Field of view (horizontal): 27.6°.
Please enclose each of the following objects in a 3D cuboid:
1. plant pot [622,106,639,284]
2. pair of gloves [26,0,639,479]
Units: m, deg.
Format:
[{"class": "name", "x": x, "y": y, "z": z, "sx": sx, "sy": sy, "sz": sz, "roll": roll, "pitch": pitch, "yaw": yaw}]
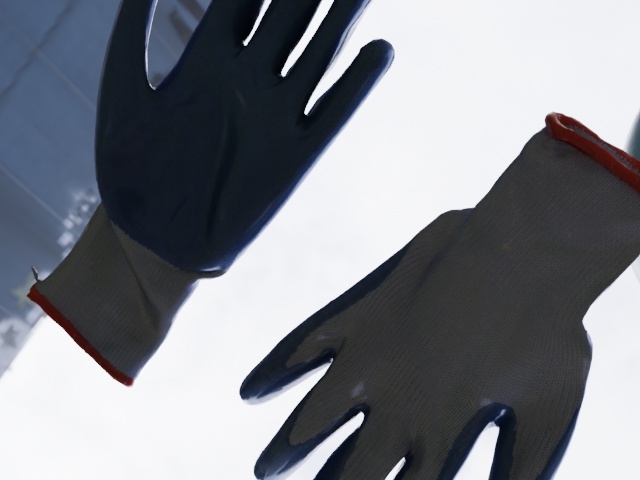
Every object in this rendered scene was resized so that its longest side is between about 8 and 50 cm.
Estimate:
[{"class": "plant pot", "x": 0.350, "y": -0.011, "z": 0.902, "sx": 0.290, "sy": 0.195, "sz": 0.290, "roll": 4, "pitch": -74, "yaw": 14}, {"class": "pair of gloves", "x": 0.000, "y": 0.000, "z": 0.391, "sx": 0.198, "sy": 0.023, "sz": 0.159, "roll": 39, "pitch": -77, "yaw": 16}]
